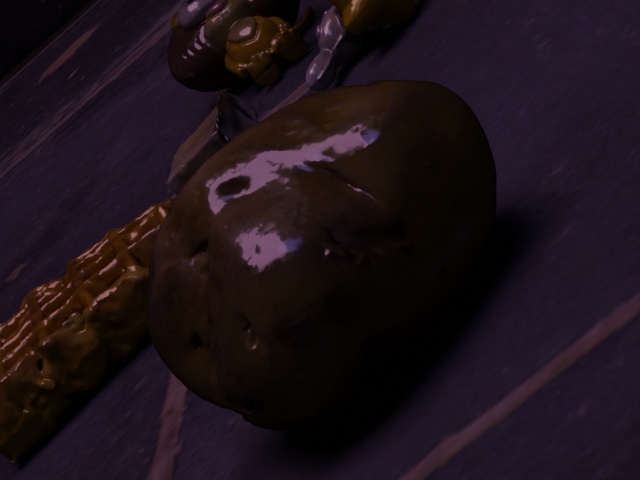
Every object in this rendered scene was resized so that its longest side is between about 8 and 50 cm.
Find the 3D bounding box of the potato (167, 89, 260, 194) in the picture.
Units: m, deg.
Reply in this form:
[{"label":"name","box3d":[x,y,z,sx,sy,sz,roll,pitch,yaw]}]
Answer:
[{"label":"potato","box3d":[-0.034,-0.028,1.195,0.061,0.122,0.086,-45,13,18]}]

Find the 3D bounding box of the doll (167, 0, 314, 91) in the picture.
[{"label":"doll","box3d":[-0.068,-0.201,1.801,0.188,0.096,0.145,-1,51,54]}]

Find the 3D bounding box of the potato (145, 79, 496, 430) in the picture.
[{"label":"potato","box3d":[0.003,0.004,1.003,0.154,0.137,0.200,21,61,39]}]

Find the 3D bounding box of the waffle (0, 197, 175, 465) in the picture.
[{"label":"waffle","box3d":[-0.173,0.049,1.454,0.219,0.057,0.229,-43,15,-1]}]

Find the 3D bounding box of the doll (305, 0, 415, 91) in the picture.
[{"label":"doll","box3d":[0.035,-0.184,1.572,0.113,0.071,0.135,-56,1,28]}]
